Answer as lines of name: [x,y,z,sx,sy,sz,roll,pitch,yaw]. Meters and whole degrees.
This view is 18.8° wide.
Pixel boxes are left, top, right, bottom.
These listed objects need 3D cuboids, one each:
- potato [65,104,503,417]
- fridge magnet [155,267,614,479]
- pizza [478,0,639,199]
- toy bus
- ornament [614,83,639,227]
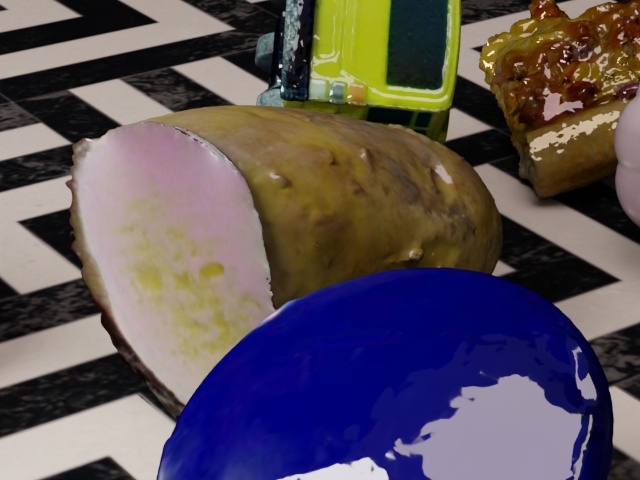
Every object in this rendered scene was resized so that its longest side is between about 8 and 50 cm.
potato: [0.000,0.000,1.291,0.229,0.229,0.266,25,30,38]
fridge magnet: [0.034,0.125,1.058,0.265,0.113,0.265,-16,44,16]
pizza: [0.226,-0.150,1.667,0.228,0.081,0.289,21,49,42]
toy bus: [0.024,-0.108,1.445,0.150,0.128,0.262,5,-18,-3]
ornament: [0.306,-0.065,1.465,0.177,0.177,0.177,1,26,-1]
